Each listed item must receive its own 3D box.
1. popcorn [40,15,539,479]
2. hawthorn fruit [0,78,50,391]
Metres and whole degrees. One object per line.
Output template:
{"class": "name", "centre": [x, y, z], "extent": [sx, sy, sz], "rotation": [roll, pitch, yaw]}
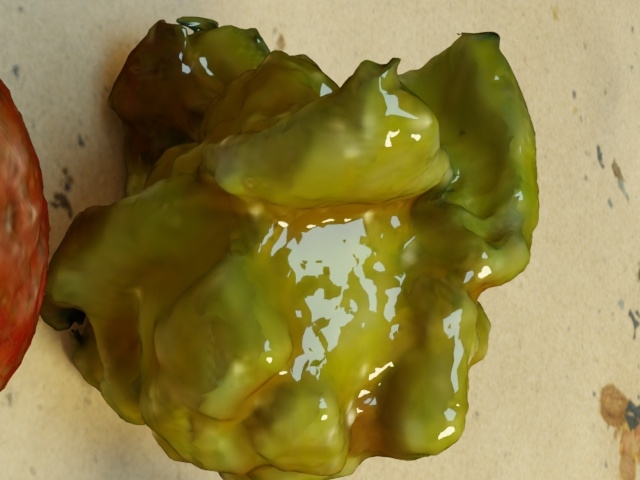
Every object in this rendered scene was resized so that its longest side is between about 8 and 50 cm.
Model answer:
{"class": "popcorn", "centre": [0.008, 0.005, 1.210], "extent": [0.325, 0.321, 0.290], "rotation": [-37, 115, -26]}
{"class": "hawthorn fruit", "centre": [-0.252, -0.008, 0.952], "extent": [0.258, 0.258, 0.262], "rotation": [-30, 113, -48]}
